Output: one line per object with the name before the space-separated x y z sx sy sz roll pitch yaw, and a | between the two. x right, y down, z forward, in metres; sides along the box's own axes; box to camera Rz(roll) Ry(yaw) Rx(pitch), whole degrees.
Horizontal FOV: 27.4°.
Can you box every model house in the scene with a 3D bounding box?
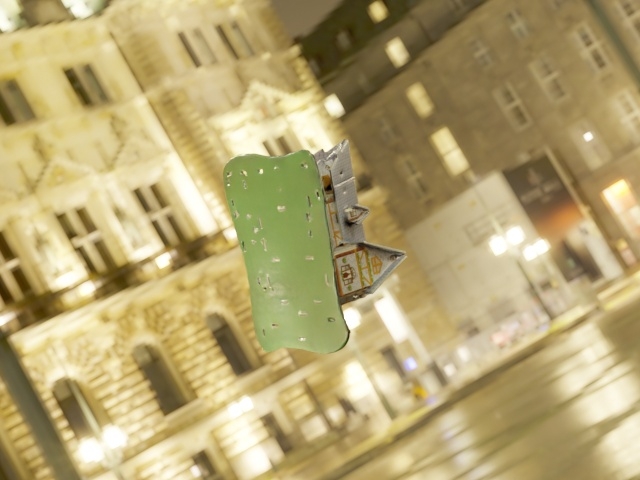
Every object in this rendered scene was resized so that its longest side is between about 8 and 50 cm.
model house | 0.000 0.000 1.070 0.088 0.167 0.117 -19 9 -43
